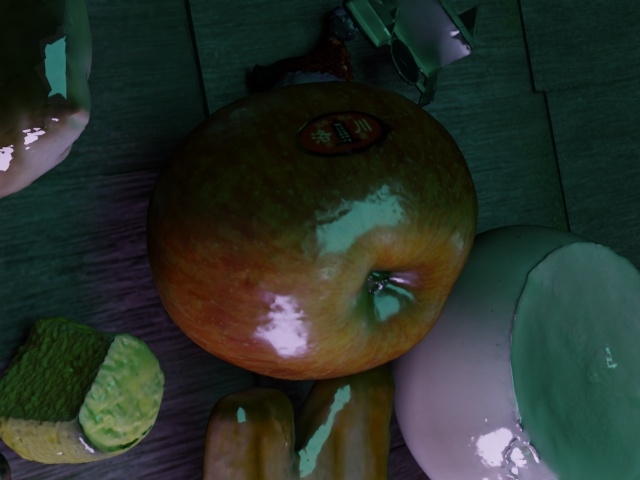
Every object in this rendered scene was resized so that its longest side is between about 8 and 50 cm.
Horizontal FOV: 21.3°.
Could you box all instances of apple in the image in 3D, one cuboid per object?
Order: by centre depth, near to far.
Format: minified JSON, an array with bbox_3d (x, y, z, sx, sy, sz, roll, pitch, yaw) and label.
[{"bbox_3d":[0.000,0.000,1.544,0.309,0.250,0.277,-20,119,-4],"label":"apple"}]

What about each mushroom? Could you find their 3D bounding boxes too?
[{"bbox_3d":[-0.349,-0.108,1.172,0.314,0.397,0.224,-11,90,-41],"label":"mushroom"}]

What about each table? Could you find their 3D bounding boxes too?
[{"bbox_3d":[0.100,-0.250,1.806,0.146,0.062,0.175,51,30,-25],"label":"table"}]

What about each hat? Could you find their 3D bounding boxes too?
[{"bbox_3d":[-0.003,-0.162,1.723,0.140,0.129,0.227,22,47,-12],"label":"hat"}]

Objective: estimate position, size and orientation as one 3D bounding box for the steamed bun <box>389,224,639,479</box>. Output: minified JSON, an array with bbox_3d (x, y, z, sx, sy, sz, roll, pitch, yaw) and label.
[{"bbox_3d":[0.213,0.142,1.790,0.324,0.206,0.324,11,74,-43],"label":"steamed bun"}]

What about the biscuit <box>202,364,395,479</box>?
[{"bbox_3d":[-0.025,0.264,1.606,0.237,0.062,0.290,-12,111,-45],"label":"biscuit"}]

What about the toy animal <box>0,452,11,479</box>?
[{"bbox_3d":[-0.296,0.267,1.355,0.114,0.116,0.255,13,76,-40],"label":"toy animal"}]

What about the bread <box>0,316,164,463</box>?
[{"bbox_3d":[-0.205,0.134,1.465,0.111,0.114,0.129,38,63,-41],"label":"bread"}]
